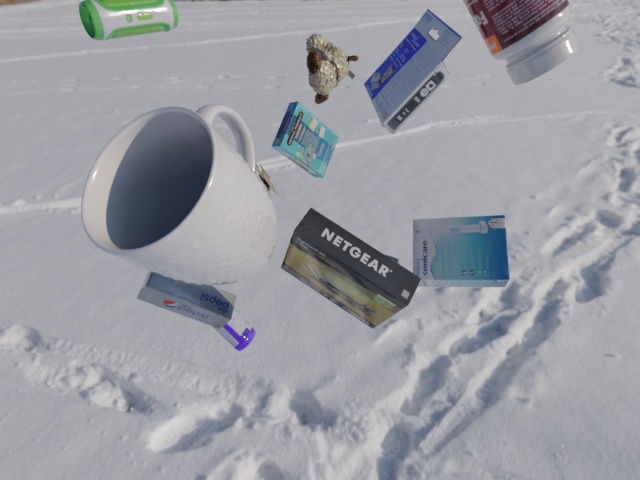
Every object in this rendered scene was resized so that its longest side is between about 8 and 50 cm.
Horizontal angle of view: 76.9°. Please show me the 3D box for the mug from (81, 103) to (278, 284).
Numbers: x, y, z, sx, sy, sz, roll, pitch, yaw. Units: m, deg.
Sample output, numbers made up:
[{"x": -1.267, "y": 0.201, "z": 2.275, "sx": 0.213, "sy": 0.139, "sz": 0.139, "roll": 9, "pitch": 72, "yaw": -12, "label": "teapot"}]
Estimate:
[{"x": -0.223, "y": -0.094, "z": 0.815, "sx": 0.276, "sy": 0.328, "sz": 0.375, "roll": 4, "pitch": 71, "yaw": 23, "label": "mug"}]

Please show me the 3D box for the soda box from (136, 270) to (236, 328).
[{"x": -0.420, "y": 0.180, "z": 1.289, "sx": 0.286, "sy": 0.091, "sz": 0.098, "roll": 29, "pitch": 43, "yaw": -25, "label": "soda box"}]

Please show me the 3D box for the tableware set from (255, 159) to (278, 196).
[{"x": -0.237, "y": -0.253, "z": 1.520, "sx": 0.039, "sy": 0.194, "sz": 0.128, "roll": -33, "pitch": 48, "yaw": 7, "label": "tableware set"}]

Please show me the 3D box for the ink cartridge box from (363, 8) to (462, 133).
[{"x": 0.190, "y": -0.355, "z": 0.841, "sx": 0.045, "sy": 0.208, "sz": 0.206, "roll": 27, "pitch": 34, "yaw": -29, "label": "ink cartridge box"}]

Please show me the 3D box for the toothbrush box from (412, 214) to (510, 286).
[{"x": 0.461, "y": 0.041, "z": 1.349, "sx": 0.295, "sy": 0.126, "sz": 0.217, "roll": -3, "pitch": 71, "yaw": 17, "label": "toothbrush box"}]

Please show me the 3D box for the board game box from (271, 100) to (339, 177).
[{"x": -0.072, "y": -0.519, "z": 2.114, "sx": 0.079, "sy": 0.254, "sz": 0.336, "roll": 12, "pitch": -13, "yaw": 46, "label": "board game box"}]

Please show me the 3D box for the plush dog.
[{"x": 0.029, "y": -0.707, "z": 1.697, "sx": 0.210, "sy": 0.263, "sz": 0.226, "roll": 14, "pitch": 57, "yaw": 29, "label": "plush dog"}]

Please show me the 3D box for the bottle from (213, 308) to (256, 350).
[{"x": -0.389, "y": 0.315, "z": 1.629, "sx": 0.092, "sy": 0.283, "sz": 0.118, "roll": -40, "pitch": 10, "yaw": 20, "label": "bottle"}]

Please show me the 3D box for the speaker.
[{"x": -0.647, "y": -0.767, "z": 1.378, "sx": 0.131, "sy": 0.131, "sz": 0.296, "roll": 24, "pitch": 43, "yaw": 39, "label": "speaker"}]

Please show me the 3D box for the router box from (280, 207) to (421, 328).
[{"x": 0.060, "y": 0.082, "z": 1.010, "sx": 0.308, "sy": 0.243, "sz": 0.081, "roll": 33, "pitch": 62, "yaw": 4, "label": "router box"}]

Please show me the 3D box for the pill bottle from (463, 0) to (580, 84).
[{"x": 0.559, "y": -0.671, "z": 1.152, "sx": 0.224, "sy": 0.392, "sz": 0.224, "roll": -33, "pitch": 14, "yaw": 9, "label": "pill bottle"}]

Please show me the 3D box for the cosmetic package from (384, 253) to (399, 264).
[{"x": 0.257, "y": 0.099, "z": 1.475, "sx": 0.060, "sy": 0.115, "sz": 0.041, "roll": 20, "pitch": 70, "yaw": 22, "label": "cosmetic package"}]
